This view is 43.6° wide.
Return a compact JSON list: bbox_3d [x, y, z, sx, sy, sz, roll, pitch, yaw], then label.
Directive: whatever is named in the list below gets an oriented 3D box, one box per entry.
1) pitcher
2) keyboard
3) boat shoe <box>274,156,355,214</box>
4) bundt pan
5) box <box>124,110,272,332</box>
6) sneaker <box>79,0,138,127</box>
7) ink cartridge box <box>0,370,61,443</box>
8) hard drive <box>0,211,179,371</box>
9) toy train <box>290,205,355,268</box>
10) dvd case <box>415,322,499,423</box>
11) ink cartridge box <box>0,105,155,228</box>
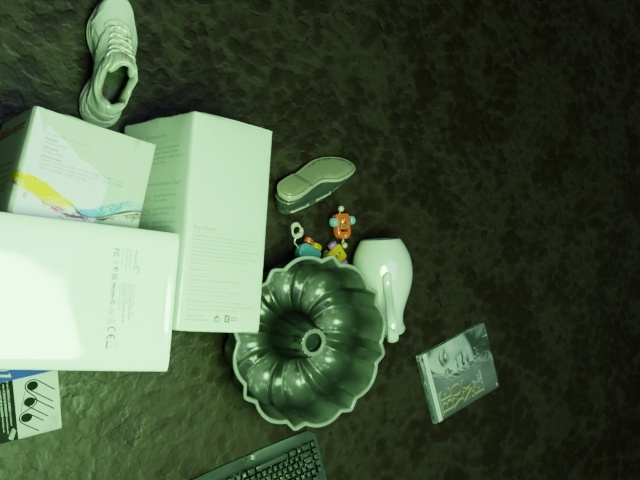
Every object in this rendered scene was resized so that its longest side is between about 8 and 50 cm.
[{"bbox_3d":[0.133,0.100,1.636,0.126,0.178,0.207,-4,92,-6],"label":"pitcher"},{"bbox_3d":[-0.118,0.508,1.530,0.317,0.033,0.201,-15,97,-34],"label":"keyboard"},{"bbox_3d":[-0.013,-0.112,1.623,0.206,0.075,0.064,-28,147,-38],"label":"boat shoe"},{"bbox_3d":[-0.043,0.183,1.524,0.331,0.124,0.330,-4,97,-31],"label":"bundt pan"},{"bbox_3d":[-0.222,-0.023,1.353,0.168,0.215,0.345,8,84,-44],"label":"box"},{"bbox_3d":[-0.341,-0.309,1.352,0.090,0.115,0.232,6,85,-35],"label":"sneaker"},{"bbox_3d":[-0.461,0.209,1.238,0.097,0.046,0.207,-10,118,-30],"label":"ink cartridge box"},{"bbox_3d":[-0.360,0.076,1.127,0.319,0.040,0.210,7,84,-35],"label":"hard drive"},{"bbox_3d":[0.000,0.000,1.626,0.166,0.046,0.125,-12,94,-38],"label":"toy train"},{"bbox_3d":[0.321,0.305,1.854,0.221,0.018,0.164,-20,100,-34],"label":"dvd case"},{"bbox_3d":[-0.408,-0.042,1.245,0.197,0.198,0.269,16,80,-33],"label":"ink cartridge box"}]
